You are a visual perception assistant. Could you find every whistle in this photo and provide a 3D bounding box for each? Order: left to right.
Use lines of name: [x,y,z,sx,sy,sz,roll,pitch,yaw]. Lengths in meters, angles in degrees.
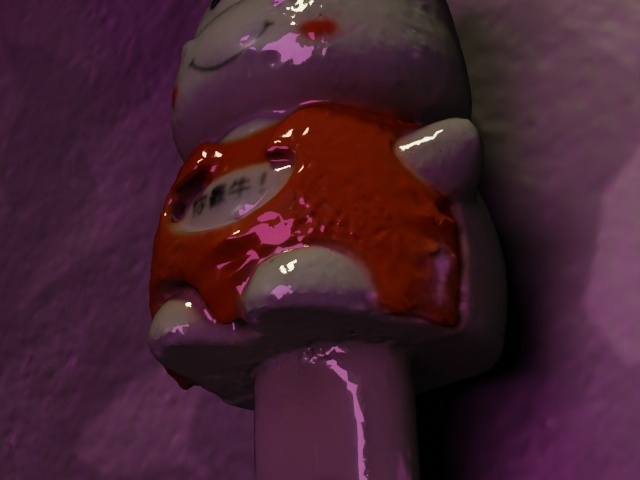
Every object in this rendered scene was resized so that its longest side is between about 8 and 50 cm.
whistle: [0.000,0.001,0.417,0.101,0.106,0.253,130,142,-62]
